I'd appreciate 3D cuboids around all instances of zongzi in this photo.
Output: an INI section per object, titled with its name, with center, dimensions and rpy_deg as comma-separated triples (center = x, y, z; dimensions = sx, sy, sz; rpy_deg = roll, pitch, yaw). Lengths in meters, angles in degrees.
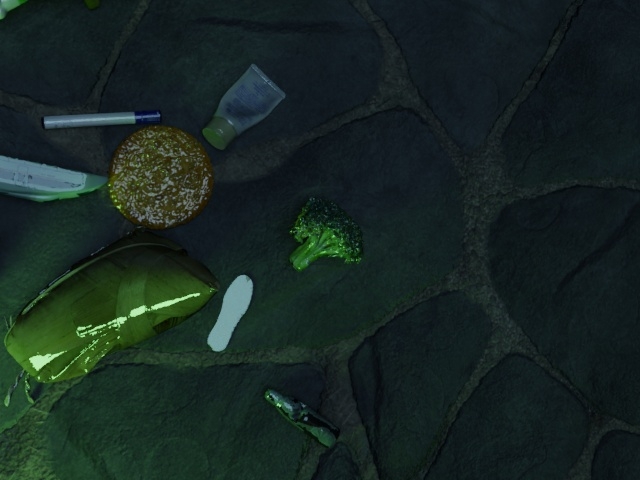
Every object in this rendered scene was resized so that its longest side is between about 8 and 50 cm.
[zongzi]
center = -0.466, 0.172, 1.697
dimensions = 0.500, 0.467, 0.218
rpy_deg = -36, 104, -14

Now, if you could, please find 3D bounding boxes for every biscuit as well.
[biscuit]
center = -0.374, -0.149, 1.958
dimensions = 0.254, 0.035, 0.254
rpy_deg = 1, 88, -18

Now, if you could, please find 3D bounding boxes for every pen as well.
[pen]
center = -0.505, -0.279, 1.923
dimensions = 0.269, 0.033, 0.033
rpy_deg = -7, 91, -17

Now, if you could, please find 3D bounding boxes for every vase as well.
[vase]
center = -0.049, 0.429, 2.032
dimensions = 0.211, 0.060, 0.060
rpy_deg = 37, 79, -13

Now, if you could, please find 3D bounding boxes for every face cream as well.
[face cream]
center = -0.189, -0.319, 2.015
dimensions = 0.114, 0.070, 0.224
rpy_deg = 43, 65, -12

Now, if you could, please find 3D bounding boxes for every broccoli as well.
[broccoli]
center = 0.000, 0.000, 2.018
dimensions = 0.220, 0.194, 0.194
rpy_deg = 30, 78, -53

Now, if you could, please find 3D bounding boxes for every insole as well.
[insole]
center = -0.217, 0.177, 2.015
dimensions = 0.065, 0.004, 0.197
rpy_deg = 25, 81, -15

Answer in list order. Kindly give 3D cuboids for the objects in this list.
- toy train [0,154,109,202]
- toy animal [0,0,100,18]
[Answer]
[toy train]
center = -0.680, -0.140, 1.836
dimensions = 0.407, 0.086, 0.088
rpy_deg = 11, 85, -17
[toy animal]
center = -0.573, -0.618, 1.852
dimensions = 0.363, 0.180, 0.181
rpy_deg = -20, 88, 6
